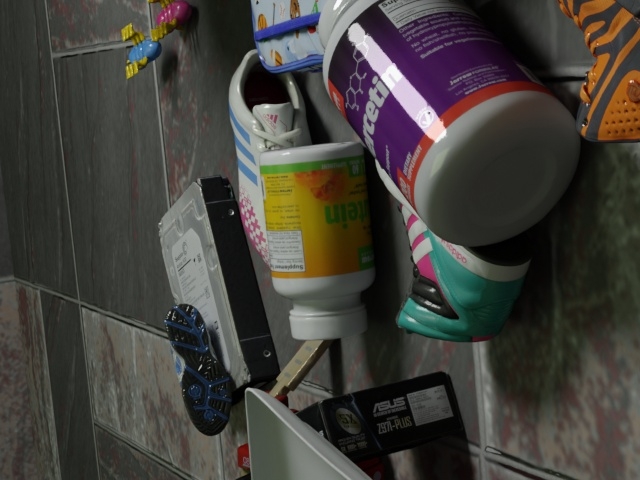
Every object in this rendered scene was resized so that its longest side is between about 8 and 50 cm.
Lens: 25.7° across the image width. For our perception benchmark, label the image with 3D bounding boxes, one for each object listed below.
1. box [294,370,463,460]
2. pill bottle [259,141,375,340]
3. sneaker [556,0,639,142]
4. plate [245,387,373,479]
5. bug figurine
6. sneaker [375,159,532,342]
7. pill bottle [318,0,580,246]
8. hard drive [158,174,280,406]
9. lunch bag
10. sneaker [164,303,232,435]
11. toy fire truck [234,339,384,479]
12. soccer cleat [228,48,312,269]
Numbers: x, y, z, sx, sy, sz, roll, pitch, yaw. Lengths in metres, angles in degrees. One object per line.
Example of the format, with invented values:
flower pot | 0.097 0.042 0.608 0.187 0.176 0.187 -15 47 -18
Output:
box | 0.057 0.227 1.720 0.147 0.180 0.077 -38 65 61
pill bottle | 0.000 0.000 1.816 0.136 0.136 0.245 5 103 63
sneaker | 0.249 -0.191 1.265 0.321 0.125 0.180 49 138 48
plate | 0.015 0.331 1.628 0.278 0.045 0.277 36 142 39
bug figurine | -0.279 -0.415 2.330 0.216 0.072 0.279 -11 83 58
sneaker | 0.133 0.016 1.582 0.295 0.124 0.178 -122 36 -51
pill bottle | 0.119 -0.153 1.475 0.323 0.182 0.181 56 144 42
hard drive | -0.172 0.090 2.280 0.237 0.064 0.338 -38 63 61
lunch bag | -0.004 -0.319 1.734 0.303 0.115 0.243 -171 75 -69
sneaker | -0.187 0.204 2.208 0.081 0.080 0.211 99 157 -77
toy fire truck | -0.008 0.255 1.923 0.217 0.158 0.246 8 106 47
soccer cleat | -0.061 -0.106 1.913 0.143 0.116 0.331 111 145 -70
